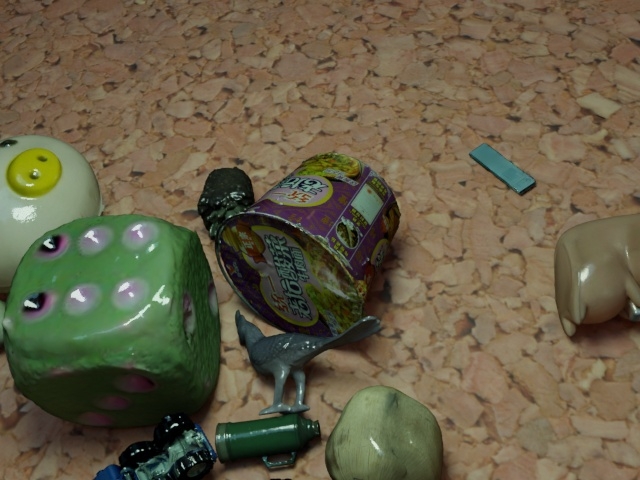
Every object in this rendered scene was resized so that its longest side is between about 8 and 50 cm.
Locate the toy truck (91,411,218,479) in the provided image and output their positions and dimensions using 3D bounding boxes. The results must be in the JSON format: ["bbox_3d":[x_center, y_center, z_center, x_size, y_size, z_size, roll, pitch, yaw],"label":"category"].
[{"bbox_3d":[-0.288,0.415,1.231,0.208,0.126,0.113,-35,56,-7],"label":"toy truck"}]

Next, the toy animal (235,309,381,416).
[{"bbox_3d":[-0.058,0.236,1.320,0.367,0.081,0.205,-3,71,40],"label":"toy animal"}]

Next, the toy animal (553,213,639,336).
[{"bbox_3d":[0.570,0.050,1.312,0.256,0.195,0.212,-9,60,0],"label":"toy animal"}]

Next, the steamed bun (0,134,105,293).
[{"bbox_3d":[-0.657,-0.059,1.544,0.334,0.334,0.373,-2,48,9],"label":"steamed bun"}]

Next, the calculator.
[{"bbox_3d":[0.422,-0.168,1.608,0.057,0.018,0.172,-33,55,-16],"label":"calculator"}]

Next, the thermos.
[{"bbox_3d":[-0.094,0.362,1.269,0.188,0.073,0.083,-10,39,3],"label":"thermos"}]

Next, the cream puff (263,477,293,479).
[{"bbox_3d":[-0.070,0.496,1.108,0.239,0.165,0.239,-6,55,8],"label":"cream puff"}]

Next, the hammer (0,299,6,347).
[{"bbox_3d":[-0.728,0.275,1.438,0.202,0.113,0.305,-20,58,-2],"label":"hammer"}]

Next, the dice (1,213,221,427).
[{"bbox_3d":[-0.378,0.156,1.317,0.322,0.330,0.318,-6,54,4],"label":"dice"}]

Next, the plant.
[{"bbox_3d":[-0.210,-0.071,1.581,0.129,0.132,0.194,-14,48,3],"label":"plant"}]

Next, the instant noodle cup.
[{"bbox_3d":[0.000,0.000,1.391,0.340,0.339,0.266,20,49,23],"label":"instant noodle cup"}]

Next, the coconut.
[{"bbox_3d":[0.105,0.362,1.150,0.224,0.224,0.224,-5,53,7],"label":"coconut"}]
